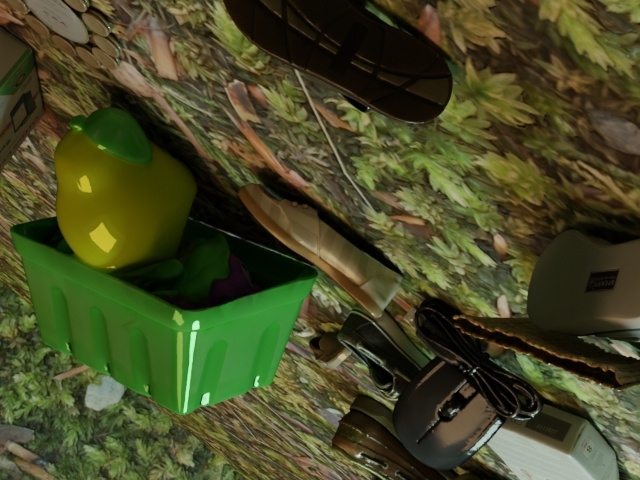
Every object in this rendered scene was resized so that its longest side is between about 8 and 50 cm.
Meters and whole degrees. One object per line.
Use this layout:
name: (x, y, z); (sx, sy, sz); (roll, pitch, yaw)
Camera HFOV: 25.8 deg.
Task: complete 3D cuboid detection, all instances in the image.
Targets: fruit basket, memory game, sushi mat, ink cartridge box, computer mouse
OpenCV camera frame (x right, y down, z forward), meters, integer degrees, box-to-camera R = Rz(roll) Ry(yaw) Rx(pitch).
fruit basket: (-0.215, -0.003, 1.780); (0.392, 0.283, 0.392); (12, 108, 41)
memory game: (-0.297, -0.258, 1.563); (0.186, 0.012, 0.186); (33, 162, 12)
sushi mat: (0.226, 0.098, 1.269); (0.151, 0.019, 0.316); (20, -177, 20)
ink cartridge box: (-0.444, -0.171, 1.814); (0.093, 0.154, 0.212); (33, 161, 3)
ink cartridge box: (0.295, 0.270, 1.759); (0.189, 0.066, 0.232); (17, 162, 45)
computer mouse: (0.145, 0.202, 1.685); (0.188, 0.072, 0.272); (42, 149, 14)

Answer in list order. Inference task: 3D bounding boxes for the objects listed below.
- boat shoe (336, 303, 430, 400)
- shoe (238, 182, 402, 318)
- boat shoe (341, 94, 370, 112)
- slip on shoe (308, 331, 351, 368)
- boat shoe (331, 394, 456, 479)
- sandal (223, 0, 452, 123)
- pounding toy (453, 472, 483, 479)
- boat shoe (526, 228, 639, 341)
boat shoe: (0.095, 0.168, 1.820); (0.078, 0.070, 0.219); (10, 149, 53)
shoe: (0.000, 0.000, 1.616); (0.219, 0.058, 0.076); (40, -178, -1)
boat shoe: (0.003, -0.164, 1.214); (0.133, 0.042, 0.049); (39, 164, -5)
slip on shoe: (0.017, 0.148, 1.957); (0.041, 0.051, 0.135); (50, 167, -4)
boat shoe: (0.126, 0.374, 2.220); (0.307, 0.104, 0.110); (44, 160, -25)
sandal: (0.011, -0.172, 1.148); (0.219, 0.090, 0.060); (30, -176, -5)
pounding toy: (0.219, 0.422, 2.146); (0.237, 0.110, 0.183); (0, 123, 1)
boat shoe: (0.264, 0.042, 1.187); (0.088, 0.096, 0.267); (21, 168, -15)
